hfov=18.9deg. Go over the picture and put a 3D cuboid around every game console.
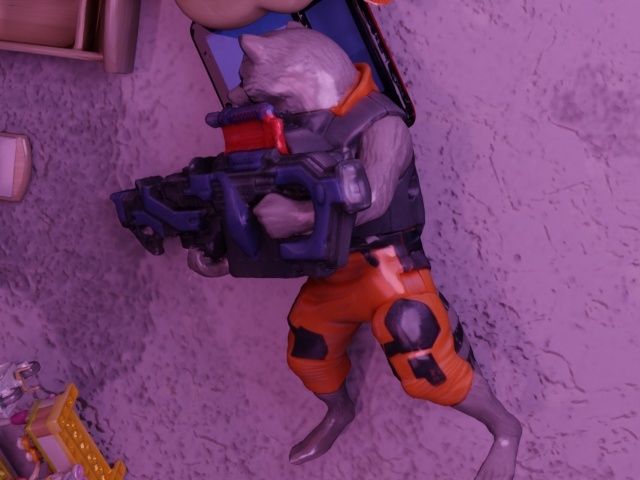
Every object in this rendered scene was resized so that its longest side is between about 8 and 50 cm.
[{"bbox_3d":[-0.014,-0.124,1.402,0.085,0.124,0.144,-25,91,-27],"label":"game console"}]

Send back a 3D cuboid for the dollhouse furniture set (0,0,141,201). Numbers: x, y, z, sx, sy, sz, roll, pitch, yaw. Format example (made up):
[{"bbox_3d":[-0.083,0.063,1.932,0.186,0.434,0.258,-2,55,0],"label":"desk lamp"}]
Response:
[{"bbox_3d":[-0.269,-0.147,1.344,0.198,0.303,0.286,8,97,12],"label":"dollhouse furniture set"}]

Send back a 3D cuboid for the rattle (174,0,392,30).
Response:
[{"bbox_3d":[-0.062,-0.212,1.332,0.200,0.143,0.130,27,85,40],"label":"rattle"}]

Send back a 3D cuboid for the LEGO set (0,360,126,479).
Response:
[{"bbox_3d":[-0.213,0.229,1.467,0.107,0.132,0.287,-15,99,22],"label":"LEGO set"}]

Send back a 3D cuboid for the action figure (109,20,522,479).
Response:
[{"bbox_3d":[0.000,0.000,1.375,0.178,0.341,0.330,-25,110,-28],"label":"action figure"}]
